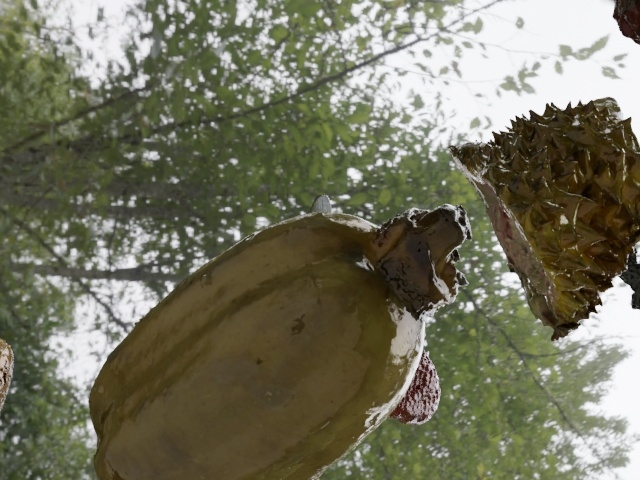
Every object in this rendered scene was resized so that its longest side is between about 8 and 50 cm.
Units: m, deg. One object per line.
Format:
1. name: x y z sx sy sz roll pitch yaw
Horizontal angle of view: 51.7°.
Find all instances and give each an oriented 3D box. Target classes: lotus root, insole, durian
1. lotus root: -0.031 0.084 0.469 0.343 0.151 0.169 -37 -133 19
2. insole: 0.000 0.000 1.264 0.004 0.064 0.188 27 -53 43
3. durian: 0.279 -0.071 0.767 0.196 0.185 0.305 -26 -136 12

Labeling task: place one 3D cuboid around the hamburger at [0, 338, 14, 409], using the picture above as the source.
1. hamburger: -0.635 0.244 1.100 0.261 0.211 0.245 -8 -124 64

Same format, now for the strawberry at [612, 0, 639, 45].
1. strawberry: 0.585 -0.436 1.012 0.274 0.221 0.273 179 -90 -74

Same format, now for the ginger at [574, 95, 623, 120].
1. ginger: 0.391 -0.085 0.976 0.086 0.131 0.294 8 -110 23

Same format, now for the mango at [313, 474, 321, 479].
1. mango: -0.140 0.351 0.992 0.144 0.360 0.186 -107 -179 -65

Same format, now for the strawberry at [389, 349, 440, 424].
1. strawberry: 0.215 0.354 1.491 0.107 0.236 0.175 35 -47 13

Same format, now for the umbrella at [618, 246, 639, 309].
1. umbrella: 0.643 0.094 1.325 0.224 0.080 0.071 58 -35 20
